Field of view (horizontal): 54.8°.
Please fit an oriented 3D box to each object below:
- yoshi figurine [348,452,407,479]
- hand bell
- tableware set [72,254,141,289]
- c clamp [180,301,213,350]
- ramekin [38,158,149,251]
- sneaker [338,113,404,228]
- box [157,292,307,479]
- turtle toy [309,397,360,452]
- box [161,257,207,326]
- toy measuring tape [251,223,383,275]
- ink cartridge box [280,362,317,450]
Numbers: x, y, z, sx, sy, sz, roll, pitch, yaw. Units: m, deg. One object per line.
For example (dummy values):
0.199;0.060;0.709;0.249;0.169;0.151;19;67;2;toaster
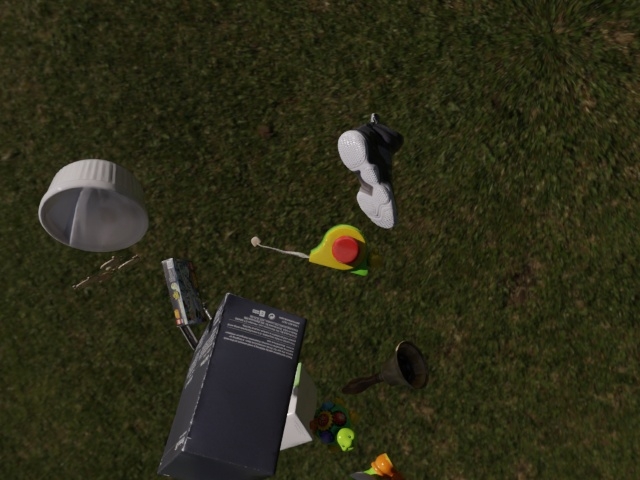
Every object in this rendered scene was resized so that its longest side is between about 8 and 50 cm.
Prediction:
0.099;0.786;1.732;0.362;0.203;0.203;-34;66;-9;yoshi figurine
0.149;0.362;1.610;0.242;0.126;0.126;-32;94;36;hand bell
-0.544;0.079;1.579;0.168;0.141;0.020;-30;86;7;tableware set
-0.303;0.230;1.660;0.161;0.137;0.022;52;158;5;c clamp
-0.595;-0.098;1.645;0.272;0.127;0.273;-6;143;-4;ramekin
0.150;-0.169;1.477;0.101;0.153;0.269;4;129;45;sneaker
-0.188;0.330;1.287;0.178;0.313;0.343;20;149;-12;box
0.030;0.377;1.246;0.130;0.066;0.095;31;85;43;turtle toy
-0.280;0.107;1.274;0.027;0.094;0.137;-17;81;12;box
0.000;0.000;1.537;0.330;0.121;0.121;15;113;-3;toy measuring tape
-0.193;0.505;1.757;0.353;0.207;0.119;-21;116;15;ink cartridge box
